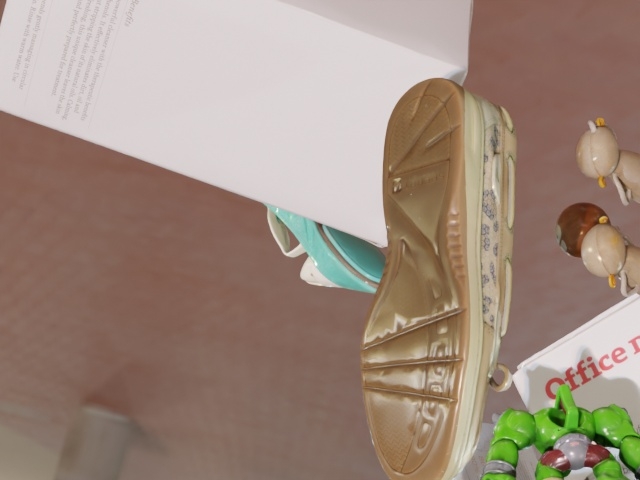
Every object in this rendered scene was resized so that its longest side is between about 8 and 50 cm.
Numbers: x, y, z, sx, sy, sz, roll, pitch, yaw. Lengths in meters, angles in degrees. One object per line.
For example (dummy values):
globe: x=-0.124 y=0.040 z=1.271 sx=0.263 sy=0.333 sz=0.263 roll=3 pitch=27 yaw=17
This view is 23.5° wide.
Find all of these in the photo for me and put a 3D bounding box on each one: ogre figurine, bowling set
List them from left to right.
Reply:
ogre figurine: x=0.249 y=0.212 z=1.520 sx=0.197 sy=0.118 sz=0.097 roll=-15 pitch=132 yaw=9
bowling set: x=0.276 y=-0.021 z=1.371 sx=0.200 sy=0.287 sz=0.154 roll=-20 pitch=153 yaw=34

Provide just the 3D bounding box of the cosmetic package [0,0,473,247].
cosmetic package: x=-0.075 y=-0.161 z=1.290 sx=0.366 sy=0.155 sz=0.197 roll=20 pitch=125 yaw=-8

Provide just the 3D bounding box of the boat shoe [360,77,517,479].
boat shoe: x=0.096 y=0.032 z=1.070 sx=0.089 sy=0.285 sz=0.105 roll=13 pitch=169 yaw=-41

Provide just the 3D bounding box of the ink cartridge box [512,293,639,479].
ink cartridge box: x=0.435 y=0.245 z=1.680 sx=0.285 sy=0.395 sz=0.166 roll=-35 pitch=161 yaw=28

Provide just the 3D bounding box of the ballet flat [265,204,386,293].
ballet flat: x=0.000 y=0.000 z=1.773 sx=0.083 sy=0.087 sz=0.247 roll=8 pitch=-145 yaw=-43

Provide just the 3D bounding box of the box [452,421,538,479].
box: x=0.189 y=0.297 z=1.869 sx=0.170 sy=0.130 sz=0.091 roll=14 pitch=137 yaw=-45
